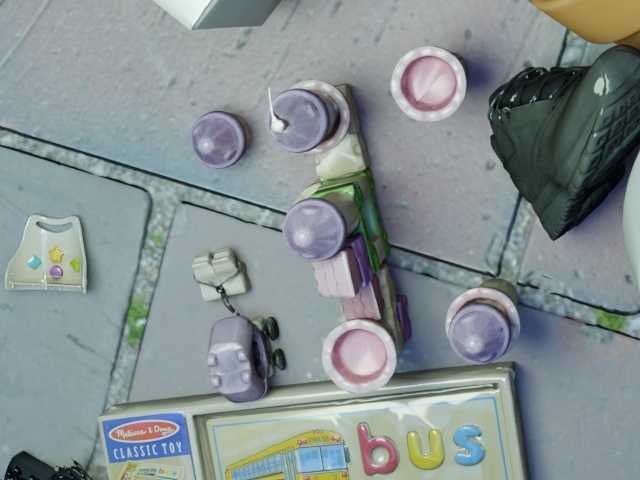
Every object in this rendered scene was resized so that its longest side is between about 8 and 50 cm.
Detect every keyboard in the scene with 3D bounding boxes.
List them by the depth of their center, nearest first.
[{"bbox_3d":[-0.242,0.267,1.682,0.192,0.038,0.100,24,113,26],"label":"keyboard"}]

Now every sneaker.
[{"bbox_3d":[0.200,-0.097,1.451,0.109,0.286,0.130,-40,79,-18],"label":"sneaker"}]

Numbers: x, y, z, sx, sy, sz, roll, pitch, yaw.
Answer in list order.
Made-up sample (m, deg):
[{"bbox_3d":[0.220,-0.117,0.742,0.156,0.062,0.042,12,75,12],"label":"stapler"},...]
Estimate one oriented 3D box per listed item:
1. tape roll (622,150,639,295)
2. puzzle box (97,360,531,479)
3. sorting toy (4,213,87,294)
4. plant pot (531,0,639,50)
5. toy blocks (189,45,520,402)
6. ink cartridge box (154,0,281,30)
[{"bbox_3d":[0.441,-0.023,1.396,0.392,0.072,0.392,-3,133,-3],"label":"tape roll"},{"bbox_3d":[0.004,0.270,1.659,0.409,0.052,0.272,-8,97,13],"label":"puzzle box"},{"bbox_3d":[-0.260,0.012,1.678,0.083,0.045,0.075,3,93,12],"label":"sorting toy"},{"bbox_3d":[0.339,-0.245,1.400,0.203,0.291,0.291,37,106,-14],"label":"plant pot"},{"bbox_3d":[0.000,0.000,1.505,0.309,0.260,0.288,-12,97,14],"label":"toy blocks"},{"bbox_3d":[-0.149,-0.308,1.439,0.289,0.211,0.121,40,106,6],"label":"ink cartridge box"}]
